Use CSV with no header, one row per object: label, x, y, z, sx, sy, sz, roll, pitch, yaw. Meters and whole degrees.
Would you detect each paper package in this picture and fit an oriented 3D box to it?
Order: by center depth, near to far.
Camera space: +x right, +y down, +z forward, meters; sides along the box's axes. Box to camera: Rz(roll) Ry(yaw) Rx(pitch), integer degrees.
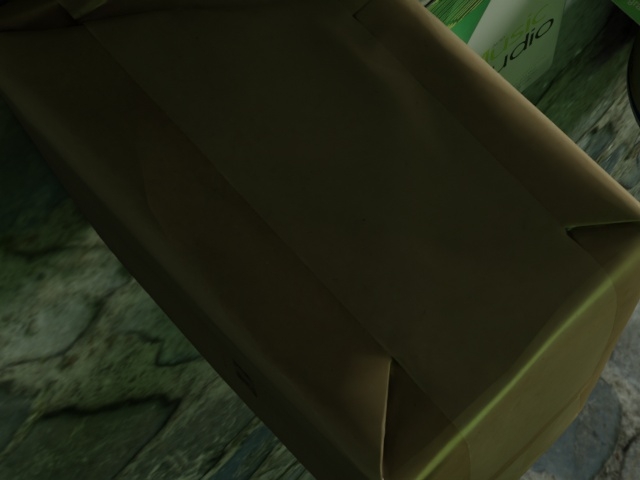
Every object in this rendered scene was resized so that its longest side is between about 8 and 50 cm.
paper package,0.000,0.000,0.781,0.168,0.309,0.325,-43,165,-9

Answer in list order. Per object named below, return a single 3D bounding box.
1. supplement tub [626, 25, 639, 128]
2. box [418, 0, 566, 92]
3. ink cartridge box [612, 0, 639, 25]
supplement tub,0.429,-0.207,1.439,0.228,0.228,0.316,-41,164,-8
box,0.088,-0.142,1.092,0.232,0.058,0.322,-41,163,-9
ink cartridge box,0.325,-0.315,1.099,0.211,0.121,0.289,-24,155,-51
